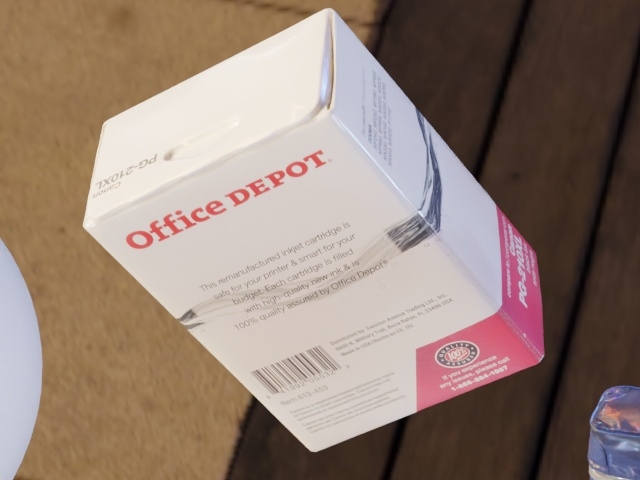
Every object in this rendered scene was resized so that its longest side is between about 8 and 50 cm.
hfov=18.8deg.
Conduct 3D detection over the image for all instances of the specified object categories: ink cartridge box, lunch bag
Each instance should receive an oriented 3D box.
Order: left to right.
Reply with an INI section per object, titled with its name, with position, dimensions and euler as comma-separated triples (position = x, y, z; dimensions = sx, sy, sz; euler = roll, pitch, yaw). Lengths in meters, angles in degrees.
[ink cartridge box]
position = 0.000, 0.000, 1.146
dimensions = 0.172, 0.237, 0.100
euler = -24, 39, 24
[lunch bag]
position = 0.231, 0.144, 1.298
dimensions = 0.098, 0.065, 0.067
euler = 7, 28, 24

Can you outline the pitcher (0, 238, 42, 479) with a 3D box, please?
[pitcher]
position = -0.140, 0.012, 0.488
dimensions = 0.125, 0.207, 0.178
euler = 3, 92, 2
